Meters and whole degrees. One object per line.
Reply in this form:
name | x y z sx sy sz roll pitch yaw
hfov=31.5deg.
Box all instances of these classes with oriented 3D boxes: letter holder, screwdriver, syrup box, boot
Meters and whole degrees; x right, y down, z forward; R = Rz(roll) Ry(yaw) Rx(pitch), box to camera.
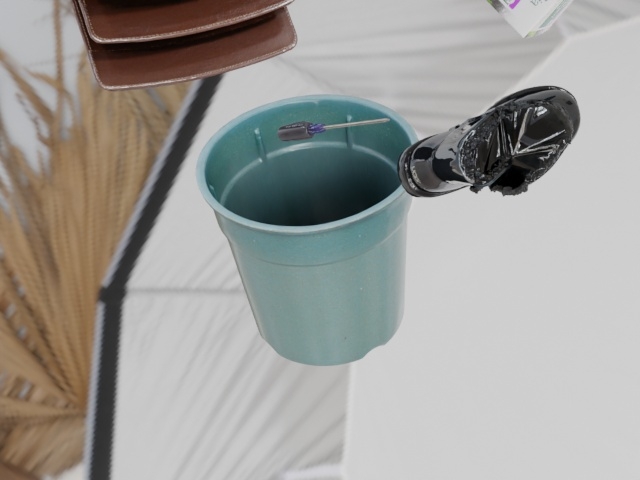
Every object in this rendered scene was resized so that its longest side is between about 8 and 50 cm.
letter holder | -0.181 -0.344 1.557 0.152 0.302 0.214 136 -63 -71
screwdriver | 0.017 -0.140 1.392 0.025 0.170 0.024 -35 114 -52
syrup box | 0.283 -0.431 1.750 0.237 0.093 0.096 50 39 12
boot | 0.222 -0.111 1.231 0.094 0.246 0.207 70 -17 -6

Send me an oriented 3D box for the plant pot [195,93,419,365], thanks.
plant pot | 0.000 0.000 1.809 0.341 0.341 0.334 41 -30 43
